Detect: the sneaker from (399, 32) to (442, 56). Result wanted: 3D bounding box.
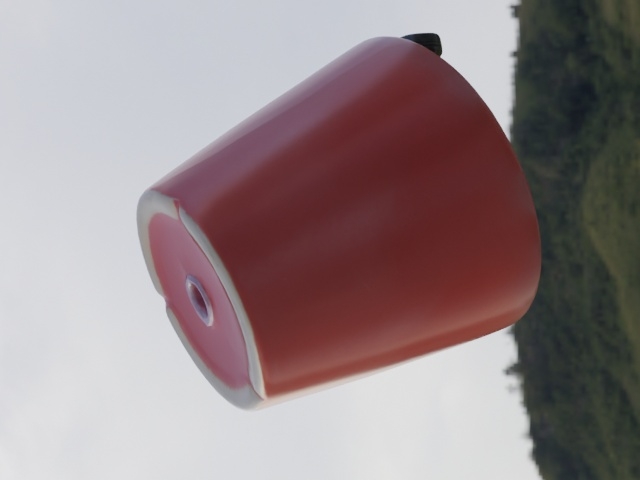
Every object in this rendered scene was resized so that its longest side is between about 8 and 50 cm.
[{"bbox_3d":[0.080,-0.127,1.086,0.170,0.051,0.089,138,126,-71],"label":"sneaker"}]

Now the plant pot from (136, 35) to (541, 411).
[{"bbox_3d":[0.000,0.000,0.941,0.243,0.275,0.275,-27,-61,-23],"label":"plant pot"}]
